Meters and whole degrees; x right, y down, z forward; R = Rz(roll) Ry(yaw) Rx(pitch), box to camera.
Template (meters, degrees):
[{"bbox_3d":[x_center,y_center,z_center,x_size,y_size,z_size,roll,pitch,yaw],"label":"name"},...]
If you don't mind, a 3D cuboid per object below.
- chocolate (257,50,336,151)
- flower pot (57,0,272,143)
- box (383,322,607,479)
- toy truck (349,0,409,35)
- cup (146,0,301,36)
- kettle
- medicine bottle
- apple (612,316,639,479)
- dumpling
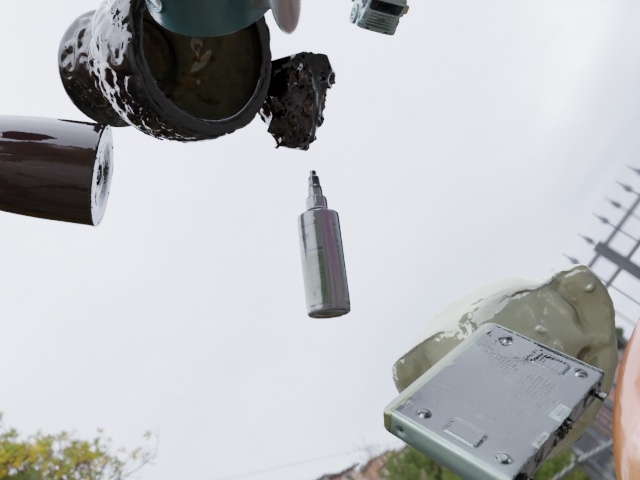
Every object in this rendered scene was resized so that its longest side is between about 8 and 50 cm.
[{"bbox_3d":[-0.040,-0.214,1.139,0.156,0.133,0.156,-10,-13,-2],"label":"chocolate"},{"bbox_3d":[-0.251,-0.276,1.043,0.266,0.267,0.267,-4,-85,-47],"label":"flower pot"},{"bbox_3d":[0.242,0.215,0.923,0.270,0.210,0.045,-27,-52,-39],"label":"box"},{"bbox_3d":[0.095,-0.421,1.088,0.080,0.178,0.115,8,-34,-19],"label":"toy truck"},{"bbox_3d":[-0.125,-0.333,0.714,0.167,0.299,0.173,-40,-22,-16],"label":"cup"},{"bbox_3d":[-0.415,-0.113,0.957,0.202,0.232,0.144,-105,25,-71],"label":"kettle"},{"bbox_3d":[0.000,0.000,0.895,0.057,0.199,0.058,-6,-17,-2],"label":"medicine bottle"},{"bbox_3d":[0.380,0.150,0.457,0.364,0.364,0.364,-38,-29,-26],"label":"apple"},{"bbox_3d":[0.340,0.219,1.183,0.395,0.316,0.233,-32,2,-3],"label":"dumpling"}]
